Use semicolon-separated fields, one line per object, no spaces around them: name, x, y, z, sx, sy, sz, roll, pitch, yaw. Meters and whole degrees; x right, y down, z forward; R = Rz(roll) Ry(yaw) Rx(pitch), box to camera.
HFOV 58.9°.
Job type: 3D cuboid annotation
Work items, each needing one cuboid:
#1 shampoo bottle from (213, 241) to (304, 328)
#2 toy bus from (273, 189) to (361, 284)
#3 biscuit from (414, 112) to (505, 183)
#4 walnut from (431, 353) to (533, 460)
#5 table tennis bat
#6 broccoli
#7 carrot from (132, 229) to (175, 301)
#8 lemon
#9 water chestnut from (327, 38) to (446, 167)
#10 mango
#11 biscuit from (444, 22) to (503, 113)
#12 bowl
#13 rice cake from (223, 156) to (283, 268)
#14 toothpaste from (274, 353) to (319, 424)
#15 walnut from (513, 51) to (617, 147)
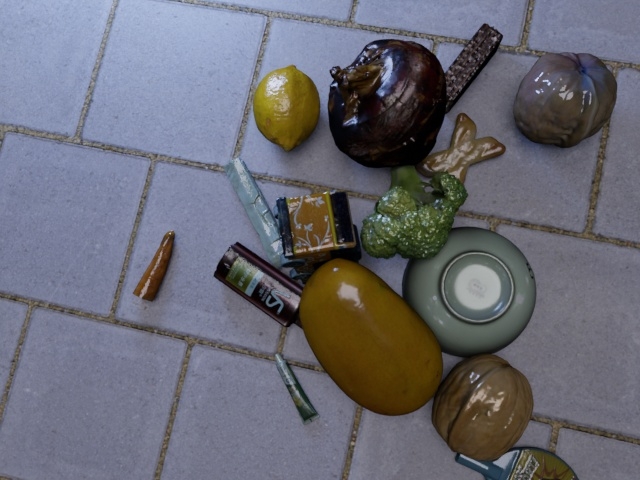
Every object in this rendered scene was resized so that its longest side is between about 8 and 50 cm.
shampoo bottle;-0.132;0.140;1.544;0.323;0.084;0.129;35;104;9
toy bus;0.000;0.000;1.427;0.194;0.323;0.161;-11;73;3
biscuit;0.380;-0.229;1.560;0.164;0.047;0.208;44;89;9
walnut;0.393;0.409;1.387;0.225;0.225;0.260;31;91;10
table tennis bat;0.501;0.615;1.432;0.329;0.044;0.215;26;87;8
broccoli;0.229;-0.098;1.419;0.254;0.186;0.301;-2;70;42
carrot;-0.461;0.067;1.610;0.061;0.061;0.209;21;82;9
lemon;-0.093;-0.366;1.563;0.189;0.188;0.256;2;76;7
water chestnut;0.144;-0.359;1.427;0.347;0.335;0.334;24;83;-35
mango;0.116;0.236;1.375;0.300;0.232;0.445;-14;119;41
biscuit;0.397;-0.467;1.562;0.070;0.106;0.252;37;89;8
bowl;0.384;0.124;1.439;0.354;0.185;0.353;-1;82;6
rice cake;-0.174;-0.079;1.595;0.066;0.063;0.336;-31;81;11
toothpaste;-0.072;0.398;1.530;0.049;0.031;0.204;-30;82;3
walnut;0.626;-0.357;1.461;0.249;0.248;0.248;-1;82;6
